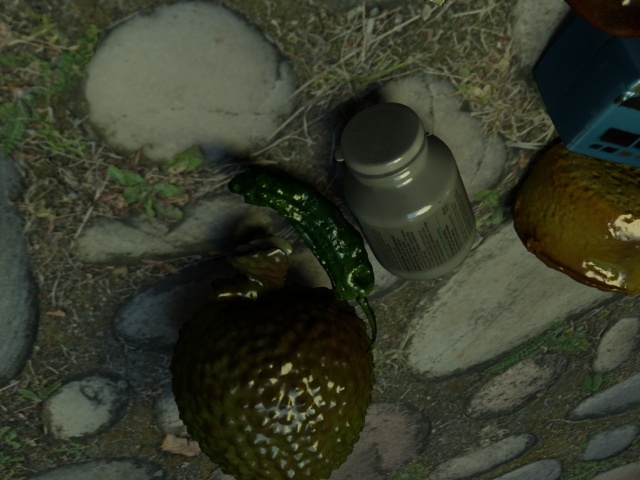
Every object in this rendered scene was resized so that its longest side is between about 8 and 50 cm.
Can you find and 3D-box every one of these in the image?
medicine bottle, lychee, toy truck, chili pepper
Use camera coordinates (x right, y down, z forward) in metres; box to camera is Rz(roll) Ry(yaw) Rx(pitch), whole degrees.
[{"bbox_3d":[0.098,-0.058,1.077,0.135,0.135,0.215,-26,141,4],"label":"medicine bottle"},{"bbox_3d":[-0.060,0.166,1.163,0.270,0.270,0.320,-35,99,14],"label":"lychee"},{"bbox_3d":[0.447,-0.172,1.109,0.385,0.161,0.162,6,144,-31],"label":"toy truck"},{"bbox_3d":[0.000,0.000,1.080,0.065,0.122,0.279,-24,121,37],"label":"chili pepper"}]

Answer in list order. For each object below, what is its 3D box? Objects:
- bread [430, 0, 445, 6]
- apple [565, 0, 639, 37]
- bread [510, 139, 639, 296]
[{"bbox_3d":[0.078,-0.283,0.898,0.153,0.028,0.068,11,130,-34],"label":"bread"},{"bbox_3d":[0.303,-0.299,0.833,0.230,0.230,0.230,-13,140,-12],"label":"apple"},{"bbox_3d":[0.391,-0.016,1.210,0.260,0.147,0.160,16,131,-9],"label":"bread"}]
